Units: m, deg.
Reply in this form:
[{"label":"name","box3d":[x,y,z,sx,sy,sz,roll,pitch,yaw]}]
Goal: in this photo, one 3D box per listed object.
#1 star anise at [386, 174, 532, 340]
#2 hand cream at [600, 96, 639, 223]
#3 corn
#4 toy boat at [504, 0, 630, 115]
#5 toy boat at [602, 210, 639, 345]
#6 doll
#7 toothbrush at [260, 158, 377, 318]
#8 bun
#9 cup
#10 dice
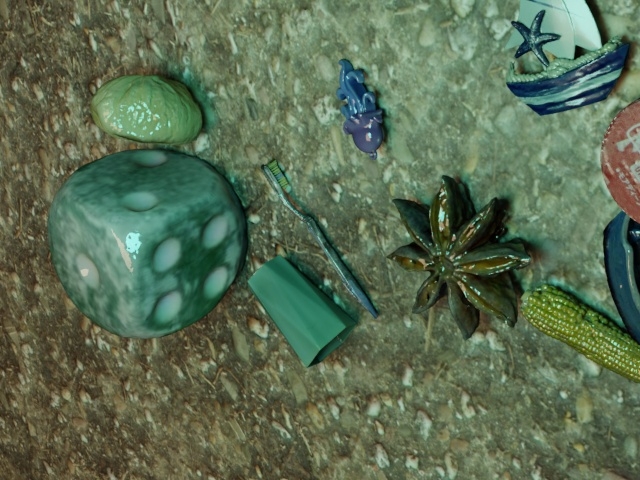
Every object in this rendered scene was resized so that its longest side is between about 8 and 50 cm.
[{"label":"star anise","box3d":[0.260,0.030,1.887,0.332,0.118,0.331,15,114,38]},{"label":"hand cream","box3d":[0.552,-0.133,1.508,0.230,0.149,0.230,23,128,34]},{"label":"corn","box3d":[0.485,0.167,1.788,0.288,0.086,0.086,31,131,22]},{"label":"toy boat","box3d":[0.360,-0.332,1.628,0.291,0.070,0.210,54,132,9]},{"label":"toy boat","box3d":[0.559,0.076,1.633,0.142,0.129,0.309,-13,103,56]},{"label":"doll","box3d":[0.075,-0.253,1.928,0.110,0.067,0.205,-16,91,60]},{"label":"toothbrush","box3d":[0.000,0.000,2.157,0.413,0.042,0.035,55,173,1]},{"label":"bun","box3d":[-0.374,-0.289,2.197,0.244,0.244,0.153,20,107,33]},{"label":"cup","box3d":[-0.047,0.148,2.227,0.134,0.148,0.235,-45,74,13]},{"label":"dice","box3d":[-0.394,-0.001,2.296,0.330,0.348,0.327,29,130,34]}]
